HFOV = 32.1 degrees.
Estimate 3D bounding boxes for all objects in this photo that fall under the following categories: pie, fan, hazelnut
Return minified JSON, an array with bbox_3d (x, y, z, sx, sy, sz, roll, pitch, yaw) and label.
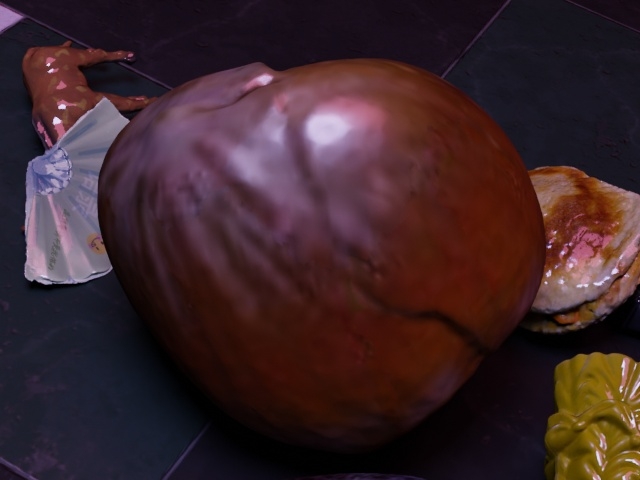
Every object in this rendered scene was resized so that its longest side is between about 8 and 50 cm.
[{"bbox_3d":[0.232,0.000,1.102,0.179,0.084,0.205,-47,45,-12],"label":"pie"},{"bbox_3d":[-0.227,-0.048,1.098,0.131,0.009,0.240,29,50,-21],"label":"fan"},{"bbox_3d":[0.000,0.000,0.908,0.372,0.372,0.315,7,57,-7],"label":"hazelnut"}]

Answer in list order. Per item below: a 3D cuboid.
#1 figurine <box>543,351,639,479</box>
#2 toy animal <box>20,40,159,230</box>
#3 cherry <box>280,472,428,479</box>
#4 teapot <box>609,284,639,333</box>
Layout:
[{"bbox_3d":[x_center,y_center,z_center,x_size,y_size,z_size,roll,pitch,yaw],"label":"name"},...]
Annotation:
[{"bbox_3d":[0.208,0.262,0.860,0.187,0.168,0.315,50,54,-19],"label":"figurine"},{"bbox_3d":[-0.256,-0.113,1.162,0.229,0.066,0.224,-27,76,-45],"label":"toy animal"},{"bbox_3d":[0.006,0.274,0.718,0.296,0.218,0.255,-15,34,5],"label":"cherry"},{"bbox_3d":[0.347,0.060,1.122,0.177,0.087,0.096,15,49,1],"label":"teapot"}]
